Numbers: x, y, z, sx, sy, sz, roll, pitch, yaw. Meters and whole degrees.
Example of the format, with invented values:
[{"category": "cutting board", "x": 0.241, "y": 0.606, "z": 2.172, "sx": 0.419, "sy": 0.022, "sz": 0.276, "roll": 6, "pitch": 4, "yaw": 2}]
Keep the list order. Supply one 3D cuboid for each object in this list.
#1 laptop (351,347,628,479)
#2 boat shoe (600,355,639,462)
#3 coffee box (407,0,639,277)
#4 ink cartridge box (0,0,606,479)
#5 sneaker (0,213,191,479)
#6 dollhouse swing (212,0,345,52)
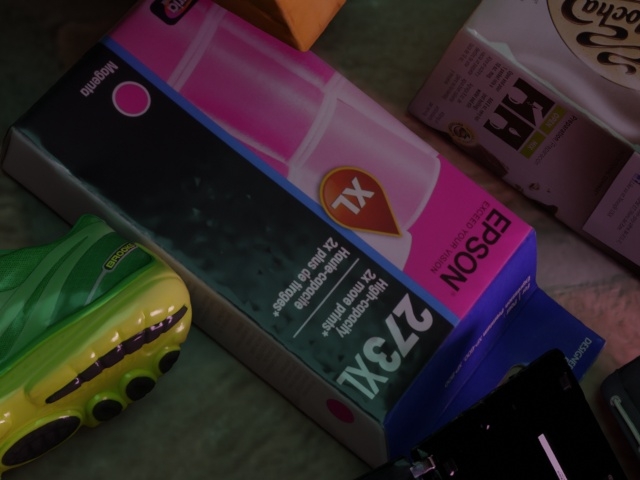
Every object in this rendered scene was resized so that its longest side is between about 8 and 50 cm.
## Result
[{"category": "laptop", "x": 0.082, "y": 0.227, "z": 1.082, "sx": 0.264, "sy": 0.136, "sz": 0.234, "roll": -28, "pitch": 90, "yaw": -50}, {"category": "boat shoe", "x": 0.234, "y": 0.166, "z": 1.166, "sx": 0.065, "sy": 0.075, "sz": 0.206, "roll": -24, "pitch": 77, "yaw": 21}, {"category": "coffee box", "x": 0.232, "y": -0.078, "z": 1.228, "sx": 0.297, "sy": 0.119, "sz": 0.168, "roll": 36, "pitch": 61, "yaw": 2}, {"category": "ink cartridge box", "x": 0.000, "y": 0.000, "z": 1.161, "sx": 0.371, "sy": 0.069, "sz": 0.176, "roll": 40, "pitch": 62, "yaw": 1}, {"category": "sneaker", "x": -0.217, "y": 0.079, "z": 1.052, "sx": 0.295, "sy": 0.109, "sz": 0.123, "roll": -26, "pitch": 53, "yaw": -23}, {"category": "dollhouse swing", "x": -0.084, "y": -0.339, "z": 1.109, "sx": 0.346, "sy": 0.315, "sz": 0.305, "roll": 32, "pitch": 86, "yaw": 10}]
